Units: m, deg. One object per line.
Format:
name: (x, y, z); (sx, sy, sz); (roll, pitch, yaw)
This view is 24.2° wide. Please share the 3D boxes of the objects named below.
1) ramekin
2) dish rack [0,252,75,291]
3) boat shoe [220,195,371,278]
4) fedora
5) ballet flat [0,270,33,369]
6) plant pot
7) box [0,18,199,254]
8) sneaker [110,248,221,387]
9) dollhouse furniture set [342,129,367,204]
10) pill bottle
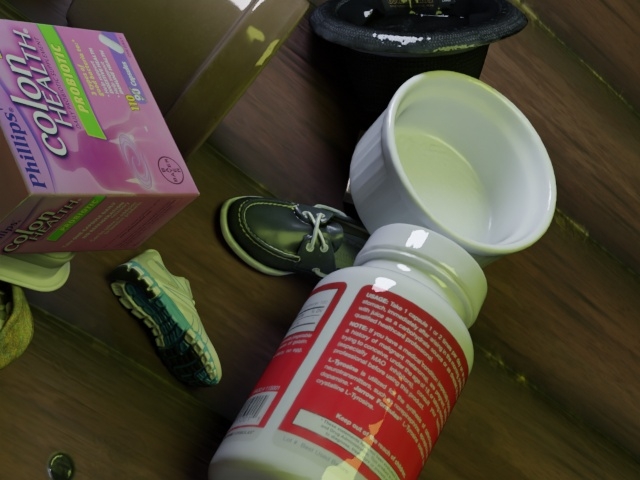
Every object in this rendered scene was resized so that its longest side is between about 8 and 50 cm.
ramekin: (0.173, -0.082, 2.044); (0.277, 0.135, 0.277); (17, 56, -26)
dish rack: (-0.379, -0.121, 1.601); (0.285, 0.072, 0.333); (22, 43, -40)
boat shoe: (0.000, 0.000, 2.006); (0.302, 0.091, 0.114); (16, 64, -42)
fedora: (0.141, -0.268, 2.175); (0.334, 0.334, 0.152); (-29, 127, -48)
ballet flat: (-0.412, 0.137, 1.498); (0.123, 0.123, 0.348); (57, 41, -14)
plant pot: (-0.181, -0.257, 1.833); (0.229, 0.263, 0.263); (37, 49, -6)
box: (-0.280, -0.106, 1.535); (0.243, 0.117, 0.213); (-2, 61, -52)
sneaker: (-0.170, 0.091, 1.814); (0.190, 0.071, 0.083); (58, 38, -13)
dollhouse furniture set: (0.105, -0.053, 2.186); (0.151, 0.123, 0.144); (15, 58, -3)
pill bottle: (0.050, 0.183, 1.851); (0.229, 0.229, 0.407); (47, 55, -23)
